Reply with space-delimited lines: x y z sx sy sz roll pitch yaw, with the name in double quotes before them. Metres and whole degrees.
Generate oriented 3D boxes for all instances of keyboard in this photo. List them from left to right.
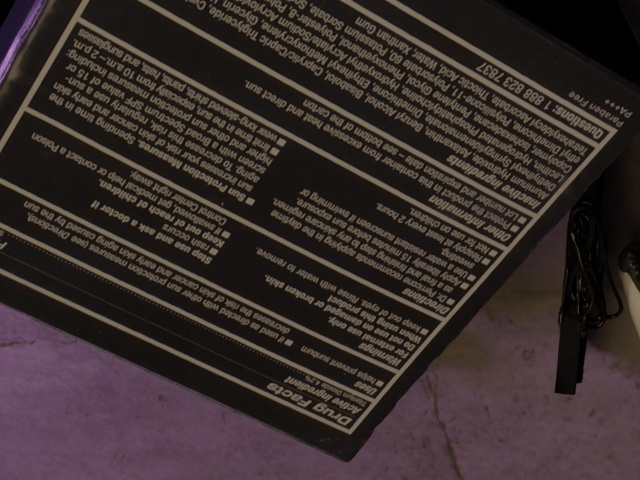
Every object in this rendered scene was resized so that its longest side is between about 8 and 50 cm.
"keyboard" 0.172 0.013 0.839 0.038 0.100 0.192 8 121 16

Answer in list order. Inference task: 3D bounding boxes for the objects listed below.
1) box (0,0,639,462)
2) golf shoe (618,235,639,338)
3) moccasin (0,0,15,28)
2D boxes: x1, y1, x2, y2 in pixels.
"box" -0.029 -0.077 0.763 0.296 0.182 0.294 28 119 -19
"golf shoe" 0.228 0.094 0.856 0.094 0.077 0.198 -28 96 41
"moccasin" -0.273 -0.226 1.009 0.117 0.137 0.342 0 133 16
